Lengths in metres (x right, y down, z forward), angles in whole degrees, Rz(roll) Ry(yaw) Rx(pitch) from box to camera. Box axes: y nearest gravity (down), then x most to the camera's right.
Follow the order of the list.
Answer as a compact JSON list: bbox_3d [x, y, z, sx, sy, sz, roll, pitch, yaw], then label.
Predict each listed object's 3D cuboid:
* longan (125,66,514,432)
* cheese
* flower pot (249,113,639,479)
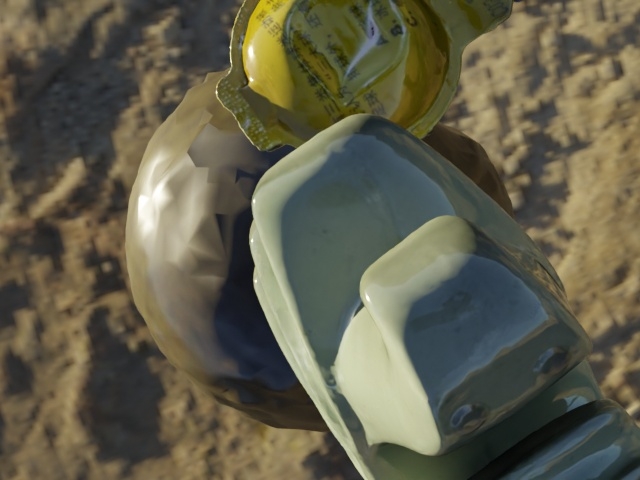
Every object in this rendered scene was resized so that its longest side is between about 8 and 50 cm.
[{"bbox_3d":[0.000,0.000,1.938,0.391,0.391,0.391,7,104,31],"label":"longan"},{"bbox_3d":[0.048,-0.158,1.467,0.177,0.270,0.069,52,166,15],"label":"cheese"},{"bbox_3d":[0.086,0.082,1.186,0.164,0.367,0.254,-34,46,-4],"label":"flower pot"}]
